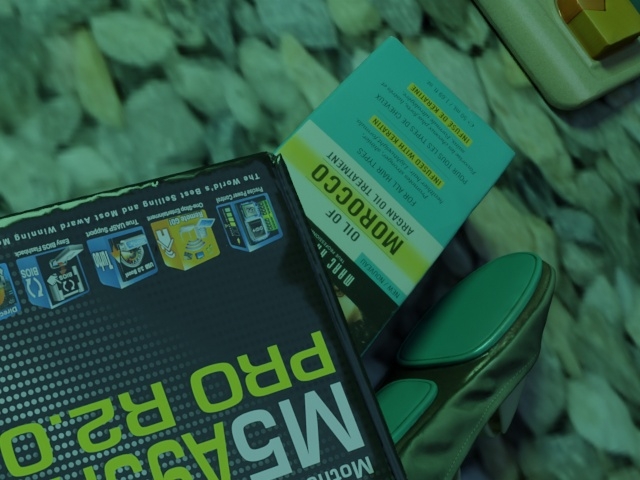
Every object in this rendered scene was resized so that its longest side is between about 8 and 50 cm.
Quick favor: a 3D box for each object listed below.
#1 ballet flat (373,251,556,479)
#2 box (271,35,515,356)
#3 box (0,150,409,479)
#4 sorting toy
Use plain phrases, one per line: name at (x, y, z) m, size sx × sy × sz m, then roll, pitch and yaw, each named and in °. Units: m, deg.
ballet flat at (0.062, 0.086, 0.689) m, size 0.213 × 0.072 × 0.068 m, roll -43°, pitch 117°, yaw -40°
box at (0.000, 0.000, 0.693) m, size 0.100 × 0.060 × 0.244 m, roll 43°, pitch 49°, yaw -3°
box at (-0.104, 0.100, 0.520) m, size 0.270 × 0.060 × 0.216 m, roll -15°, pitch 76°, yaw -23°
sorting toy at (0.179, -0.199, 0.940) m, size 0.208 × 0.038 × 0.193 m, roll -28°, pitch 80°, yaw -40°
